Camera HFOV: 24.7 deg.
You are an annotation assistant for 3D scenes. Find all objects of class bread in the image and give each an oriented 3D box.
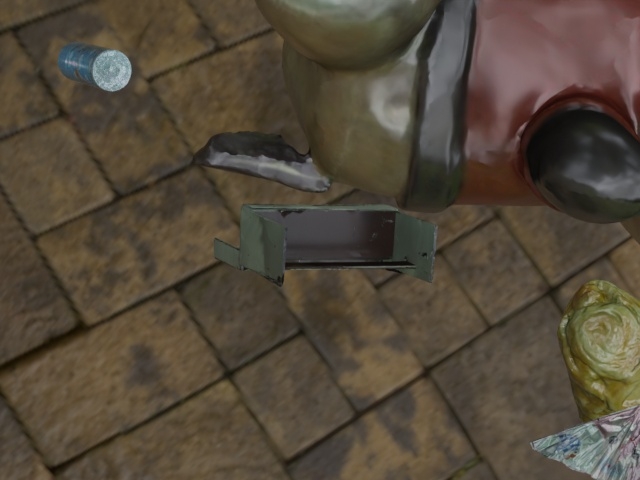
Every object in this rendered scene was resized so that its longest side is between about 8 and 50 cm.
[{"bbox_3d":[0.366,0.159,1.796,0.130,0.268,0.152,-16,47,9],"label":"bread"}]

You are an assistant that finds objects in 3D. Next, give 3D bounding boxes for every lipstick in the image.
[{"bbox_3d":[-0.259,-0.199,1.669,0.048,0.158,0.048,-5,102,-23],"label":"lipstick"}]

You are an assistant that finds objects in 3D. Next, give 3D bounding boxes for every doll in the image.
[{"bbox_3d":[0.124,-0.066,0.581,0.330,0.174,0.235,11,41,-3],"label":"doll"}]

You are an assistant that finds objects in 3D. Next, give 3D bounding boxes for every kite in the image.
[{"bbox_3d":[0.233,0.198,1.202,0.139,0.157,0.011,30,12,3],"label":"kite"}]

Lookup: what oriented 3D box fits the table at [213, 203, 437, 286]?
[{"bbox_3d":[0.000,0.000,1.320,0.146,0.175,0.062,0,100,-24],"label":"table"}]
